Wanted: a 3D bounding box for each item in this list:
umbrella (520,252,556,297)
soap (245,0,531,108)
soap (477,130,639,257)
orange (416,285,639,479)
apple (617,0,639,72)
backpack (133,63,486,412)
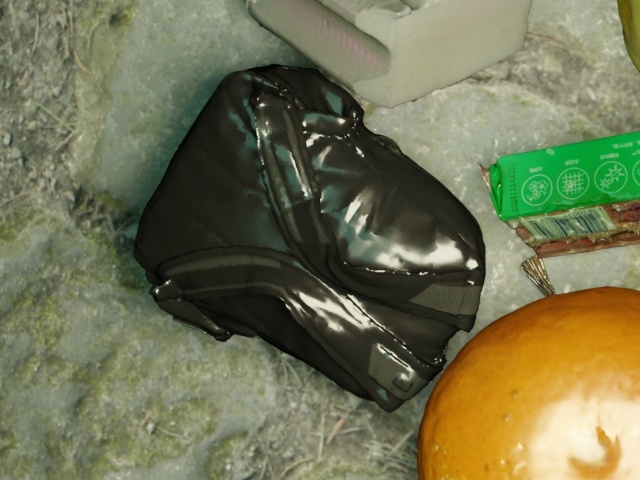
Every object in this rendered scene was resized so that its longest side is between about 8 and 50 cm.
[{"bbox_3d":[0.276,0.049,1.844,0.031,0.020,0.083,-29,77,-23],"label":"umbrella"},{"bbox_3d":[0.088,-0.315,1.839,0.302,0.258,0.159,42,148,39],"label":"soap"},{"bbox_3d":[0.347,-0.055,1.725,0.273,0.218,0.098,-10,70,24],"label":"soap"},{"bbox_3d":[0.321,0.265,1.665,0.424,0.326,0.424,-3,72,10],"label":"orange"},{"bbox_3d":[0.503,-0.289,1.596,0.357,0.357,0.357,0,90,20],"label":"apple"},{"bbox_3d":[0.000,0.000,1.827,0.446,0.255,0.363,31,106,14],"label":"backpack"}]
